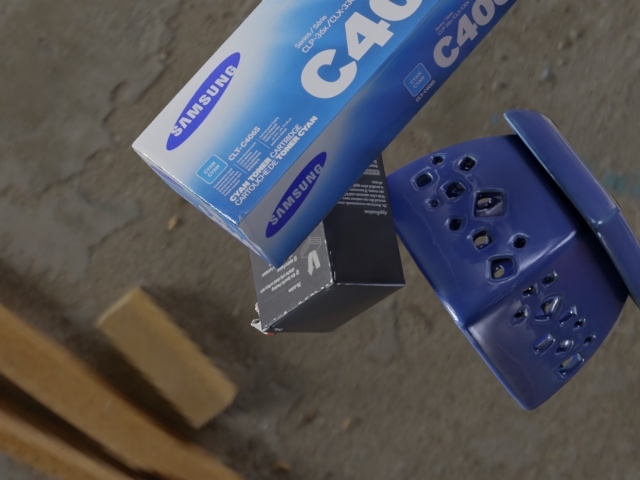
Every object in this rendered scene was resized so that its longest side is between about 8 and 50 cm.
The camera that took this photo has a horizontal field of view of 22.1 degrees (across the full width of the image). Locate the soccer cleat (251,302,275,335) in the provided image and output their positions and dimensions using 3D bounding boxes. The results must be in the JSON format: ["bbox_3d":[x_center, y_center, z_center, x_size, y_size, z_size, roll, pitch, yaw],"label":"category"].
[{"bbox_3d":[-0.057,0.074,1.923,0.035,0.029,0.083,22,121,3],"label":"soccer cleat"}]

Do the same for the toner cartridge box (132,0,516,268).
[{"bbox_3d":[0.015,-0.157,1.394,0.348,0.165,0.075,-49,137,-6],"label":"toner cartridge box"}]

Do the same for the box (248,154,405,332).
[{"bbox_3d":[0.000,0.000,1.725,0.093,0.158,0.156,3,158,-31],"label":"box"}]

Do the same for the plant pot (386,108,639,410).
[{"bbox_3d":[0.226,0.010,1.812,0.212,0.236,0.236,-35,140,4],"label":"plant pot"}]
